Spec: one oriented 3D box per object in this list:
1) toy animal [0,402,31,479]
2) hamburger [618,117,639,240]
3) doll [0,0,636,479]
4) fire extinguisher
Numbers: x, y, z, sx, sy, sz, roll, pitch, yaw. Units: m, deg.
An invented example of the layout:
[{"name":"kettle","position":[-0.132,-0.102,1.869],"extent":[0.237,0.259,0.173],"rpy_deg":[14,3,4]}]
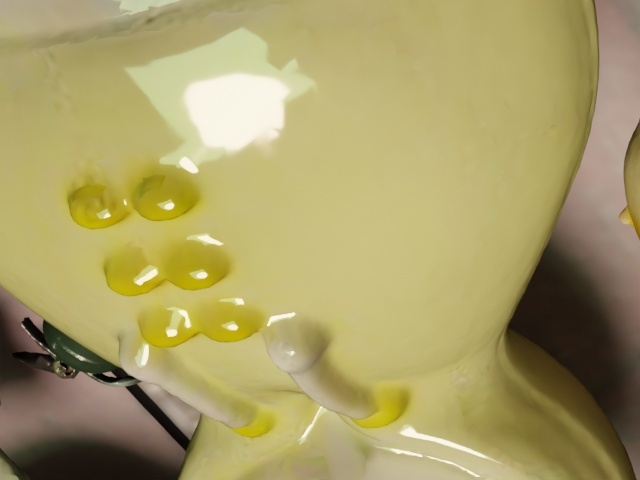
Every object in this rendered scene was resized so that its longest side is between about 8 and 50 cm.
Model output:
[{"name":"toy animal","position":[-0.144,-0.014,0.439],"extent":[0.121,0.094,0.225],"rpy_deg":[-20,127,38]},{"name":"hamburger","position":[0.121,0.006,0.359],"extent":[0.126,0.141,0.081],"rpy_deg":[38,112,25]},{"name":"doll","position":[-0.002,0.007,0.382],"extent":[0.141,0.117,0.296],"rpy_deg":[-10,115,19]},{"name":"fire extinguisher","position":[-0.048,0.012,0.471],"extent":[0.038,0.025,0.083],"rpy_deg":[34,128,-3]}]
